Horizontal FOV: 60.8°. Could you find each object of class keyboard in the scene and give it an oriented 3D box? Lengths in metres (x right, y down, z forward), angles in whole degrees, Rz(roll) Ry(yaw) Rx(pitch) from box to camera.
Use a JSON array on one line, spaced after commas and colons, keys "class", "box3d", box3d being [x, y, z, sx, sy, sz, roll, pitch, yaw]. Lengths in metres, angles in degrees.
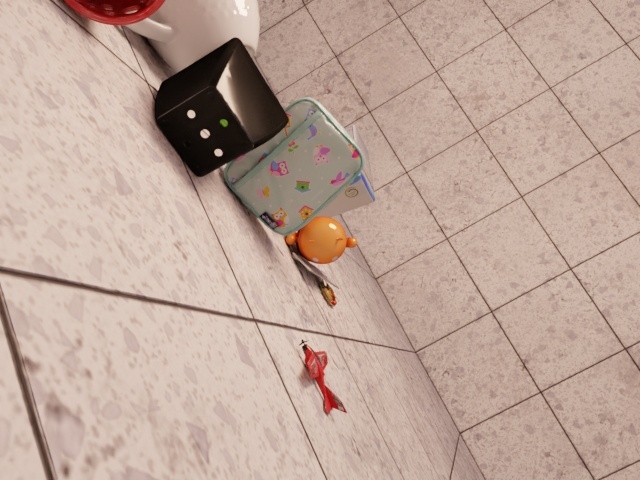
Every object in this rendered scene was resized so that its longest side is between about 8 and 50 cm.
[{"class": "keyboard", "box3d": [-0.008, 0.086, 1.484, 0.072, 0.014, 0.256, 38, 0, 24]}]

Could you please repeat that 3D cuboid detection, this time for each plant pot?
[{"class": "plant pot", "box3d": [-0.332, -0.459, 0.862, 0.191, 0.191, 0.174, 54, 7, -39]}, {"class": "plant pot", "box3d": [-0.189, -0.224, 0.994, 0.187, 0.188, 0.167, 56, 20, -26]}]

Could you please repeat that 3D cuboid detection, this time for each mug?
[{"class": "mug", "box3d": [-0.305, -0.519, 1.143, 0.374, 0.276, 0.328, -20, 86, -52]}]

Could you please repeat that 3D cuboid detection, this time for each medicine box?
[{"class": "medicine box", "box3d": [0.041, -0.241, 1.989, 0.149, 0.263, 0.289, 53, 25, -43]}]

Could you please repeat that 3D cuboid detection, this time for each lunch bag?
[{"class": "lunch bag", "box3d": [-0.063, -0.160, 1.180, 0.224, 0.279, 0.108, 46, 10, -15]}]

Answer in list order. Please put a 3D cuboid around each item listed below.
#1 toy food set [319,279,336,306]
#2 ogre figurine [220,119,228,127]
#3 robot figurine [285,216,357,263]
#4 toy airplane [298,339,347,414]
[{"class": "toy food set", "box3d": [0.021, 0.146, 1.525, 0.083, 0.020, 0.083, 52, 11, -46]}, {"class": "ogre figurine", "box3d": [-0.204, -0.289, 1.425, 0.118, 0.096, 0.197, 50, -8, 21]}, {"class": "robot figurine", "box3d": [-0.002, 0.000, 1.448, 0.158, 0.128, 0.219, 41, -6, -6]}, {"class": "toy airplane", "box3d": [0.001, 0.246, 0.978, 0.151, 0.028, 0.151, 58, 9, -15]}]
